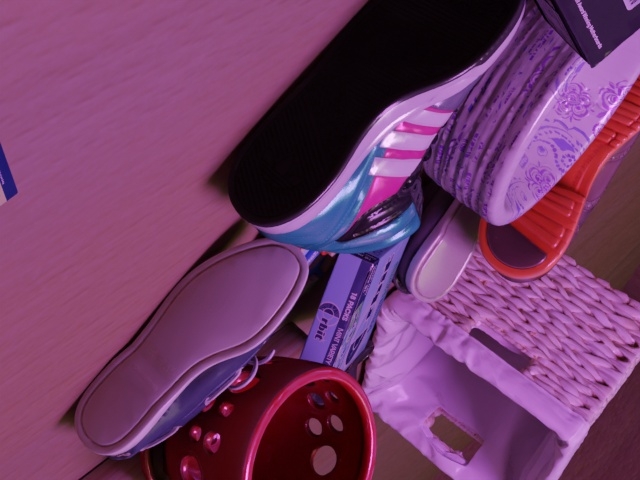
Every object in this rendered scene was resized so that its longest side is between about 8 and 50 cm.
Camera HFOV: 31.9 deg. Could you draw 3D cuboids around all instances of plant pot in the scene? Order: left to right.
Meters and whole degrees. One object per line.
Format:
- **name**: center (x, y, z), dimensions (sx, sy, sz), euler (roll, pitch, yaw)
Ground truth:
- **plant pot**: center (-0.065, 0.202, 1.102), dimensions (0.191, 0.174, 0.191), euler (-10, 104, -45)

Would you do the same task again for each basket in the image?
- **basket**: center (0.271, 0.182, 1.668), dimensions (0.266, 0.328, 0.331), euler (-44, 161, -27)

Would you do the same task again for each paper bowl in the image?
- **paper bowl**: center (0.202, -0.167, 1.097), dimensions (0.284, 0.148, 0.284), euler (-45, 162, -18)

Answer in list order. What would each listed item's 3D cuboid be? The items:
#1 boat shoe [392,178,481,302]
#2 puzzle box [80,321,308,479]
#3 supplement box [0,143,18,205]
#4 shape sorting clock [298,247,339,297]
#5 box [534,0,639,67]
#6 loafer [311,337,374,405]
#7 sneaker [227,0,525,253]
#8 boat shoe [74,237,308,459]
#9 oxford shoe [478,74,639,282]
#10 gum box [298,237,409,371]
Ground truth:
- **boat shoe**: center (0.183, -0.083, 1.344), dimensions (0.335, 0.095, 0.112), euler (-54, 136, 2)
- **puzzle box**: center (-0.177, 0.287, 1.272), dimensions (0.409, 0.052, 0.272), euler (-35, 157, -36)
- **supplement box**: center (-0.210, -0.037, 0.566), dimensions (0.083, 0.056, 0.083), euler (-42, 160, -22)
- **shape sorting clock**: center (0.000, 0.000, 1.136), dimensions (0.206, 0.040, 0.206), euler (-42, 160, -19)
- **box**: center (0.228, -0.299, 0.802), dimensions (0.242, 0.076, 0.307), euler (-38, 143, 8)
- **loafer**: center (0.024, 0.185, 1.512), dimensions (0.170, 0.061, 0.062), euler (-34, 155, -40)
- **sneaker**: center (0.066, -0.095, 0.966), dimensions (0.295, 0.124, 0.178), euler (-42, 157, -1)
- **boat shoe**: center (-0.106, 0.100, 1.005), dimensions (0.254, 0.095, 0.079), euler (-48, 160, -1)
- **oxford shoe**: center (0.293, -0.117, 1.285), dimensions (0.364, 0.130, 0.133), euler (-57, 164, -1)
- **gum box**: center (0.037, 0.069, 1.237), dimensions (0.157, 0.041, 0.184), euler (-69, 169, 17)
